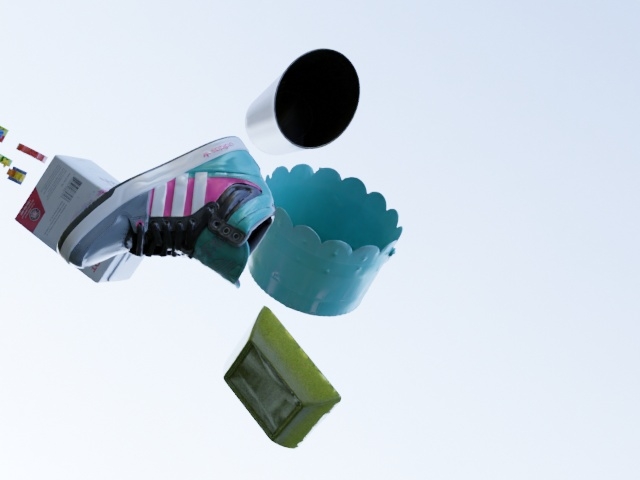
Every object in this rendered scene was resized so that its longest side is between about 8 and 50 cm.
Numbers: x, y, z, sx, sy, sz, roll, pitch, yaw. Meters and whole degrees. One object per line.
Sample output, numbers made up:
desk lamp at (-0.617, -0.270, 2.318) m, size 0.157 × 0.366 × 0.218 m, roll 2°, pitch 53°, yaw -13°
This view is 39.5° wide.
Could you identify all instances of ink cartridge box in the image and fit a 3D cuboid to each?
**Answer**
ink cartridge box at (-0.358, -0.033, 1.414) m, size 0.176 × 0.127 × 0.128 m, roll 37°, pitch -83°, yaw 10°

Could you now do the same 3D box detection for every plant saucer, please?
plant saucer at (-0.077, 0.225, 1.385) m, size 0.188 × 0.045 × 0.188 m, roll 50°, pitch -43°, yaw 14°

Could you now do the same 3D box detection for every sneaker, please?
sneaker at (-0.176, -0.002, 1.171) m, size 0.178 × 0.295 × 0.124 m, roll 51°, pitch -25°, yaw 16°

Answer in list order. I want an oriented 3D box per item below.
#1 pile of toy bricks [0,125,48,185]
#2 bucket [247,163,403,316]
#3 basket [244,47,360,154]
pile of toy bricks at (-0.665, -0.178, 1.786) m, size 0.118 × 0.212 × 0.105 m, roll -64°, pitch -157°, yaw -5°
bucket at (0.000, 0.000, 1.693) m, size 0.281 × 0.281 × 0.183 m, roll 41°, pitch -55°, yaw 29°
basket at (-0.050, -0.244, 1.706) m, size 0.154 × 0.204 × 0.227 m, roll 37°, pitch -20°, yaw -16°
